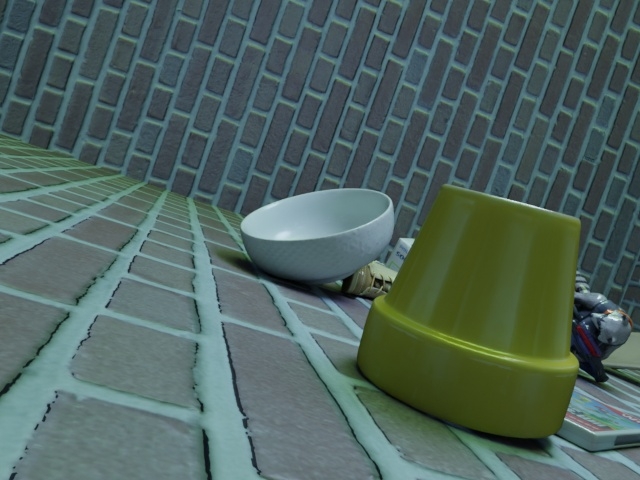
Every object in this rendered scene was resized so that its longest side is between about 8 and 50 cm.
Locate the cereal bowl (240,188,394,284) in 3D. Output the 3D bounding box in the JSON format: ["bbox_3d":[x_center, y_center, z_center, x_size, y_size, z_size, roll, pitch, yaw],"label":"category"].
[{"bbox_3d":[0.000,0.000,1.385,0.339,0.141,0.339,-9,21,4],"label":"cereal bowl"}]

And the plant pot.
[{"bbox_3d":[0.194,0.068,0.750,0.254,0.239,0.254,15,7,-2],"label":"plant pot"}]

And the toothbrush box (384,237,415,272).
[{"bbox_3d":[0.353,0.098,1.814,0.283,0.122,0.206,3,31,-47],"label":"toothbrush box"}]

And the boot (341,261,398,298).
[{"bbox_3d":[0.158,0.111,1.521,0.204,0.095,0.262,21,0,5],"label":"boot"}]

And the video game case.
[{"bbox_3d":[0.348,0.239,0.909,0.204,0.025,0.285,21,3,44],"label":"video game case"}]

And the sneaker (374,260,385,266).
[{"bbox_3d":[0.213,0.116,2.074,0.170,0.068,0.071,20,8,-4],"label":"sneaker"}]

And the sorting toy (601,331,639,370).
[{"bbox_3d":[0.880,0.320,1.774,0.196,0.047,0.348,-31,17,-38],"label":"sorting toy"}]

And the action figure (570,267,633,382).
[{"bbox_3d":[0.599,0.137,1.473,0.341,0.179,0.330,56,1,-19],"label":"action figure"}]
